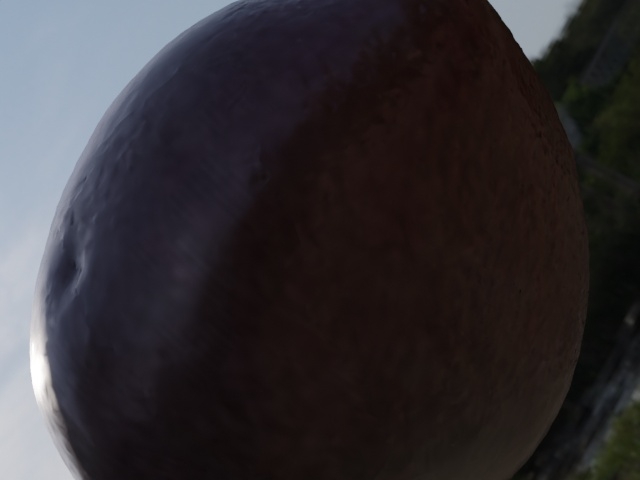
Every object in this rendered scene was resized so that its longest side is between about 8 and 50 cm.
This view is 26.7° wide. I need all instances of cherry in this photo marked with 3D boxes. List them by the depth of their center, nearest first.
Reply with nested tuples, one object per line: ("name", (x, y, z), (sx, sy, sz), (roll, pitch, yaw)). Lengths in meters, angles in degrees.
("cherry", (-0.005, 0.005, 0.541), (0.206, 0.239, 0.239), (14, 69, 54))
